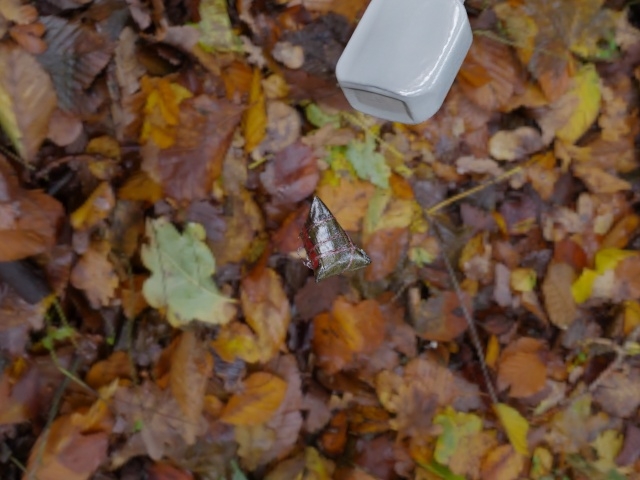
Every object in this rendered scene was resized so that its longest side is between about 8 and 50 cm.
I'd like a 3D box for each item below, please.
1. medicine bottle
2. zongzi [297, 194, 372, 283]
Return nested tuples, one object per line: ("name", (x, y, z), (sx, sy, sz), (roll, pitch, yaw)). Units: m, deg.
("medicine bottle", (0.100, -0.221, 0.974), (0.183, 0.119, 0.069), (-64, 150, -15))
("zongzi", (0.000, 0.000, 0.902), (0.067, 0.073, 0.083), (-21, 87, -24))
